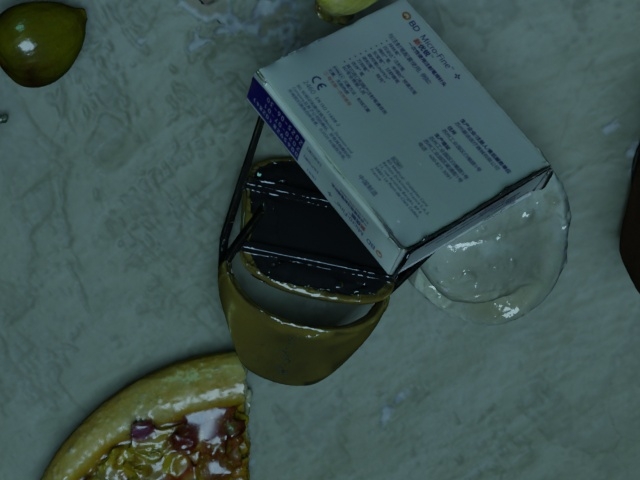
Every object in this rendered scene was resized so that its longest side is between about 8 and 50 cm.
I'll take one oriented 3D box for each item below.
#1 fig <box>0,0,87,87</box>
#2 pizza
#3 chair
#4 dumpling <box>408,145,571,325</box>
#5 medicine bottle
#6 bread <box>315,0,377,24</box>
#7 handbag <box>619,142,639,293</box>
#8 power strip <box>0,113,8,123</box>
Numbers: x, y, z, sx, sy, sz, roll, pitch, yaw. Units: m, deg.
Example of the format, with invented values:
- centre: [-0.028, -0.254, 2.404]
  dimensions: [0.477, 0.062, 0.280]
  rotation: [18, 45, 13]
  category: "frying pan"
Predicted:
- centre: [-0.236, -0.171, 1.407]
  dimensions: [0.088, 0.074, 0.074]
  rotation: [-31, 110, -23]
  category: "fig"
- centre: [-0.138, 0.246, 1.545]
  dimensions: [0.289, 0.081, 0.229]
  rotation: [-40, 107, 6]
  category: "pizza"
- centre: [0.000, 0.000, 1.445]
  dimensions: [0.159, 0.172, 0.247]
  rotation: [12, 150, -9]
  category: "chair"
- centre: [0.154, -0.006, 1.484]
  dimensions: [0.150, 0.092, 0.176]
  rotation: [31, 100, -16]
  category: "dumpling"
- centre: [0.066, -0.089, 1.338]
  dimensions: [0.171, 0.052, 0.201]
  rotation: [-31, 72, -28]
  category: "medicine bottle"
- centre: [0.031, -0.287, 1.343]
  dimensions: [0.170, 0.197, 0.197]
  rotation: [-40, 108, 20]
  category: "bread"
- centre: [0.323, -0.052, 1.456]
  dimensions: [0.072, 0.151, 0.193]
  rotation: [8, 109, -4]
  category: "handbag"
- centre: [-0.322, -0.169, 1.358]
  dimensions: [0.061, 0.145, 0.215]
  rotation: [-16, 110, 1]
  category: "power strip"
